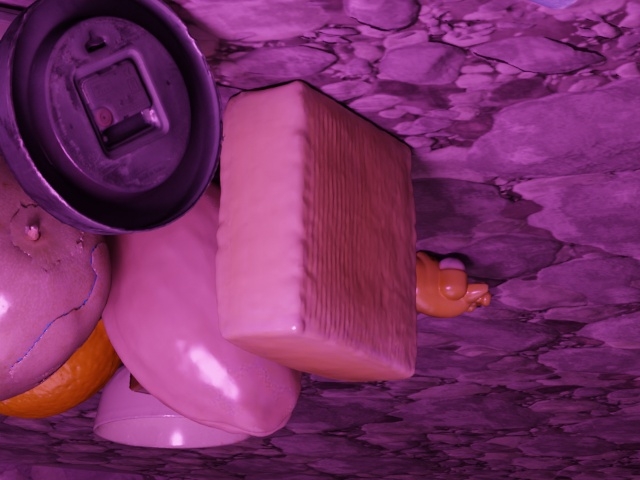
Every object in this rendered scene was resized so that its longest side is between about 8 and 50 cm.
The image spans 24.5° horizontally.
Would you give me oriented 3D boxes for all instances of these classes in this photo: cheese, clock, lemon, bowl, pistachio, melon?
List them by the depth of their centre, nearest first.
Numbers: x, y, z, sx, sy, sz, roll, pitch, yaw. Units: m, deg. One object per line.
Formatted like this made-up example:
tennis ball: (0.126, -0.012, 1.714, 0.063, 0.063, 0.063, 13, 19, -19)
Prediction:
clock: (-0.183, -0.114, 1.278, 0.226, 0.226, 0.049, 17, 159, -40)
melon: (-0.360, 0.035, 1.543, 0.268, 0.268, 0.330, 13, 162, -32)
cheese: (0.000, 0.000, 1.548, 0.124, 0.265, 0.242, -14, 156, 36)
pistachio: (-0.125, 0.072, 1.623, 0.226, 0.332, 0.208, -9, 150, -24)
lemon: (-0.385, 0.127, 2.006, 0.236, 0.236, 0.263, 11, 136, -29)
bowl: (-0.253, 0.268, 2.557, 0.277, 0.145, 0.277, 1, 163, 0)

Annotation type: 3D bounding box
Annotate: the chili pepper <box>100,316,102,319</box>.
chili pepper: (-0.315, 0.022, 1.774, 0.174, 0.165, 0.261, 45, 131, -12)

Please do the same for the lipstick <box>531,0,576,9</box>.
lipstick: (0.097, -0.245, 1.131, 0.274, 0.061, 0.068, 15, 159, -37)

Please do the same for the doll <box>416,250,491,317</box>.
doll: (0.099, 0.050, 1.983, 0.291, 0.086, 0.117, 12, 163, -25)

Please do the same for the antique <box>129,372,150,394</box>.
antique: (-0.205, 0.151, 2.203, 0.148, 0.147, 0.152, 12, 157, -27)

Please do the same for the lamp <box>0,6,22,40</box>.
lamp: (-0.299, -0.150, 1.453, 0.266, 0.047, 0.269, 10, 160, -24)
